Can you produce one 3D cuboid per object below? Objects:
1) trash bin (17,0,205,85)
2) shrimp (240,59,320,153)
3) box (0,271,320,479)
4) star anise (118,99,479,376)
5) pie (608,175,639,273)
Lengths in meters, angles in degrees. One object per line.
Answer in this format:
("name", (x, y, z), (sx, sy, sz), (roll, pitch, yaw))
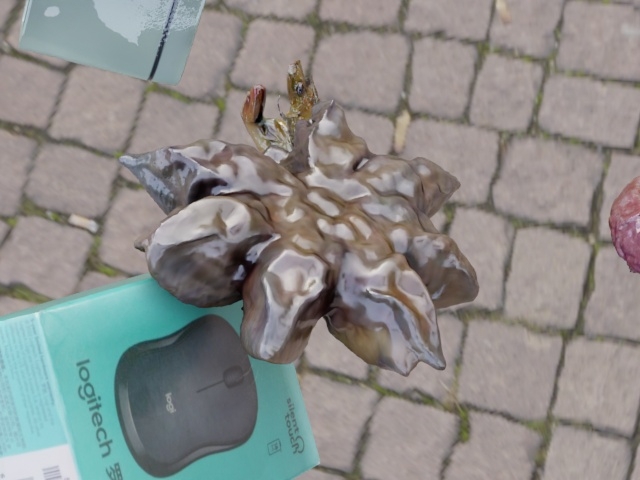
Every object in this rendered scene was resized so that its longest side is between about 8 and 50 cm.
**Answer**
("trash bin", (-0.160, -0.188, 1.112), (0.129, 0.116, 0.059), (11, 35, -16))
("shrimp", (-0.033, -0.119, 1.331), (0.045, 0.162, 0.095), (-39, 59, -24))
("box", (-0.140, 0.130, 1.117), (0.118, 0.311, 0.205), (-12, 92, 30))
("star anise", (-0.010, -0.014, 1.133), (0.315, 0.108, 0.315), (11, 47, -12))
("pie", (0.232, 0.004, 0.778), (0.154, 0.154, 0.036), (23, 119, 14))
